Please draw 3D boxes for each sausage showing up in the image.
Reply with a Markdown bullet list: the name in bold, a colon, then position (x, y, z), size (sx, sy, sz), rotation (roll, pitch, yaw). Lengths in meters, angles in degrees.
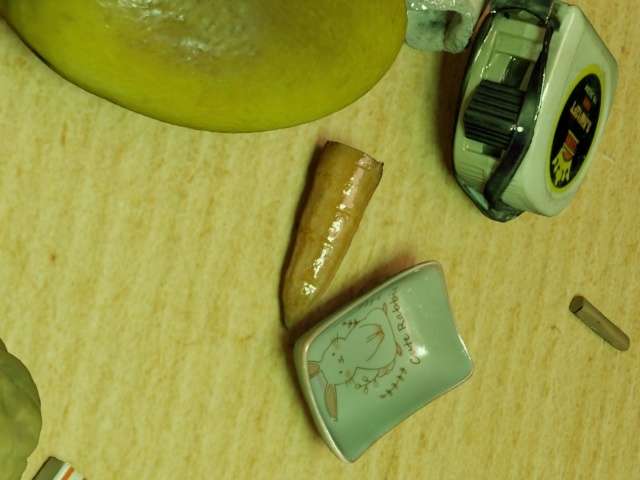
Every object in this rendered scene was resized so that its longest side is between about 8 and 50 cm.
- **sausage**: position (0.361, 0.108, 1.699), size (0.116, 0.026, 0.026), rotation (37, 69, -33)

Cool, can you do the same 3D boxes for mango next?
- **mango**: position (-0.102, -0.250, 1.212), size (0.445, 0.221, 0.301), rotation (12, 81, -39)

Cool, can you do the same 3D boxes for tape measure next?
- **tape measure**: position (0.221, -0.143, 1.478), size (0.231, 0.133, 0.271), rotation (-67, 155, -3)

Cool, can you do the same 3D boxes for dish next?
- **dish**: position (0.056, 0.125, 1.430), size (0.212, 0.077, 0.151), rotation (-31, 111, -33)

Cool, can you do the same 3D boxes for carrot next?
- **carrot**: position (0.000, 0.000, 1.399), size (0.072, 0.072, 0.205), rotation (26, 83, -35)

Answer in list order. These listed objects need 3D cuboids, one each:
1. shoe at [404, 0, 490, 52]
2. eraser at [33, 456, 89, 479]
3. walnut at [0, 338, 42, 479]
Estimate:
- **shoe**: position (0.078, -0.334, 1.378), size (0.351, 0.172, 0.198), rotation (23, 80, -34)
- **eraser**: position (-0.215, 0.335, 1.248), size (0.230, 0.038, 0.157), rotation (48, 63, -28)
- **walnut**: position (-0.338, 0.135, 1.054), size (0.245, 0.198, 0.198), rotation (31, 72, -44)
